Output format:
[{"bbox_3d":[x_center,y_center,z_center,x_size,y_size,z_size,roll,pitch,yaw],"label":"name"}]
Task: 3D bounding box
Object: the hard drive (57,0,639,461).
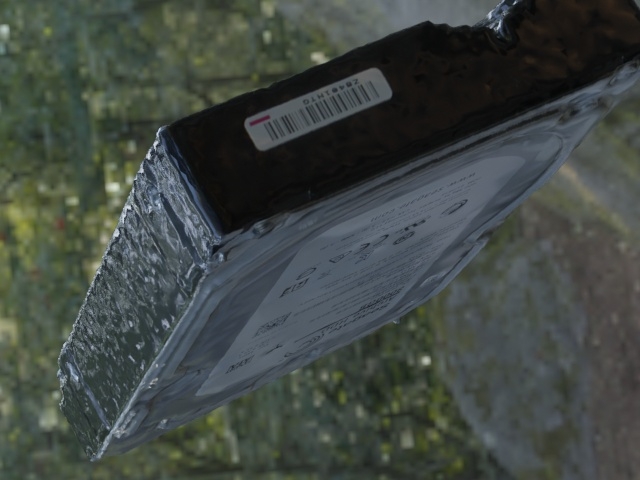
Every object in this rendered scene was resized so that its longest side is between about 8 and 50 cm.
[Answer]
[{"bbox_3d":[0.000,0.000,0.836,0.064,0.237,0.339,61,154,12],"label":"hard drive"}]
